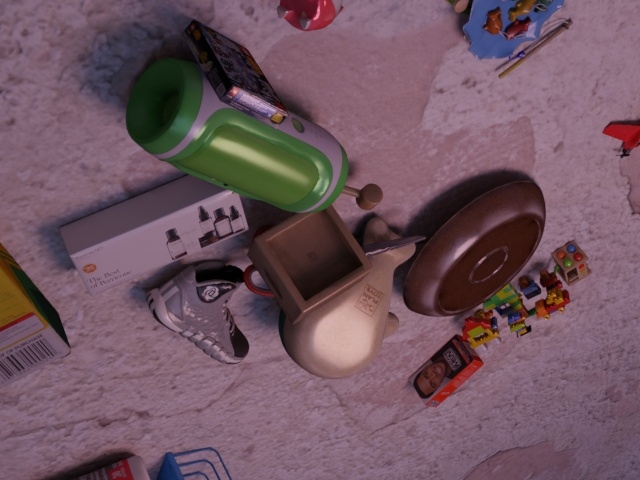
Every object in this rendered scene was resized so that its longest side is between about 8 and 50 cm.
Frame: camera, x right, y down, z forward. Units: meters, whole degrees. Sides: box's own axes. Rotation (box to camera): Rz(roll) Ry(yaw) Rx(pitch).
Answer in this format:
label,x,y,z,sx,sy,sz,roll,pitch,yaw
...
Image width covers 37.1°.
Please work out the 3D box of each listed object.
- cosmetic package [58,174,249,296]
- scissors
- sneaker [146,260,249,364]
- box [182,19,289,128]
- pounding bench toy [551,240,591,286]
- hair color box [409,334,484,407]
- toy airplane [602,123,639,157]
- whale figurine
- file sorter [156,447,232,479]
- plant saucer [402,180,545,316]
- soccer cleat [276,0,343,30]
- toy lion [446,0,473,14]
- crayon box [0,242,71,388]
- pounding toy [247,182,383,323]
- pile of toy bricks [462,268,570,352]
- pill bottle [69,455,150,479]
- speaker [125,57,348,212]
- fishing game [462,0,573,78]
label,x,y,z,sx,sy,sz,roll,pitch,yaw
cosmetic package,-0.224,-0.015,1.306,0.239,0.060,0.099,-24,141,-9
scissors,0.025,0.036,1.474,0.297,0.021,0.109,3,87,-20
sneaker,-0.149,0.105,1.470,0.132,0.086,0.228,-41,140,9
box,-0.101,-0.197,1.126,0.027,0.137,0.094,-46,140,19
pounding bench toy,0.472,0.051,1.846,0.083,0.052,0.065,-32,142,1
hair color box,0.252,0.264,1.918,0.141,0.072,0.043,-47,140,19
toy airplane,0.565,-0.201,1.651,0.151,0.028,0.151,-17,140,-15
whale figurine,0.039,0.089,1.561,0.216,0.141,0.272,31,89,-30
file sorter,-0.244,0.489,1.802,0.104,0.118,0.170,-6,136,-34
plant saucer,0.281,0.030,1.658,0.310,0.050,0.310,-29,149,-19
soccer cleat,0.008,-0.357,1.087,0.095,0.083,0.248,-37,149,-45
toy lion,0.224,-0.343,1.271,0.096,0.034,0.100,8,128,-48
crayon box,-0.483,0.085,1.226,0.202,0.081,0.318,-27,142,-6
pounding toy,0.000,-0.011,1.407,0.206,0.181,0.094,-31,172,-19
pile of toy bricks,0.359,0.113,1.819,0.212,0.118,0.105,-31,116,26
pill bottle,-0.434,0.509,1.647,0.318,0.176,0.176,-19,140,-16
speaker,-0.098,-0.126,1.217,0.296,0.131,0.131,21,119,-46
fishing game,0.275,-0.317,1.296,0.189,0.041,0.264,-36,150,-2
